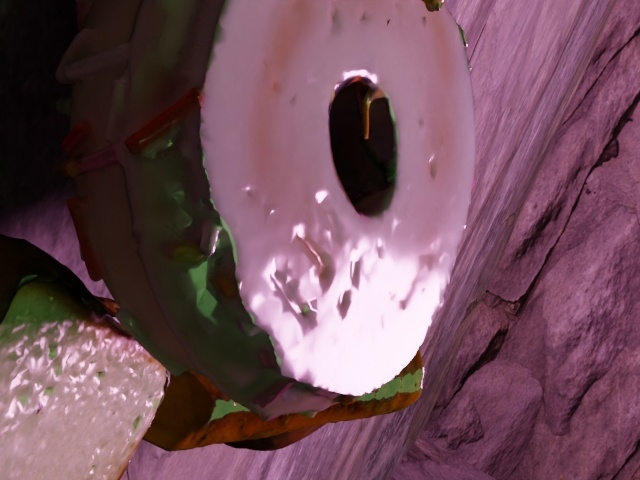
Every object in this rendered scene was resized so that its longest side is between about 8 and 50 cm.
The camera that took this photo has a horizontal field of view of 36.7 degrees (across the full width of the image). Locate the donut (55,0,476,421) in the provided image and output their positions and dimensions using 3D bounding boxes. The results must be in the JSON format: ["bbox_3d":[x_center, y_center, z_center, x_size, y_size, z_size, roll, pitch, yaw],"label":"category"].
[{"bbox_3d":[-0.024,-0.068,0.659,0.382,0.142,0.383,-7,99,-57],"label":"donut"}]

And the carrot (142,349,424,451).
[{"bbox_3d":[-0.047,0.137,0.955,0.302,0.114,0.114,-1,125,-32],"label":"carrot"}]

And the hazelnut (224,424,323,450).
[{"bbox_3d":[-0.061,0.162,1.122,0.170,0.160,0.201,-24,179,-45],"label":"hazelnut"}]

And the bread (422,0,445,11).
[{"bbox_3d":[0.112,-0.316,0.656,0.185,0.109,0.380,45,49,-54],"label":"bread"}]

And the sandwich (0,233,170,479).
[{"bbox_3d":[-0.232,0.141,0.658,0.271,0.099,0.301,-62,161,-12],"label":"sandwich"}]
